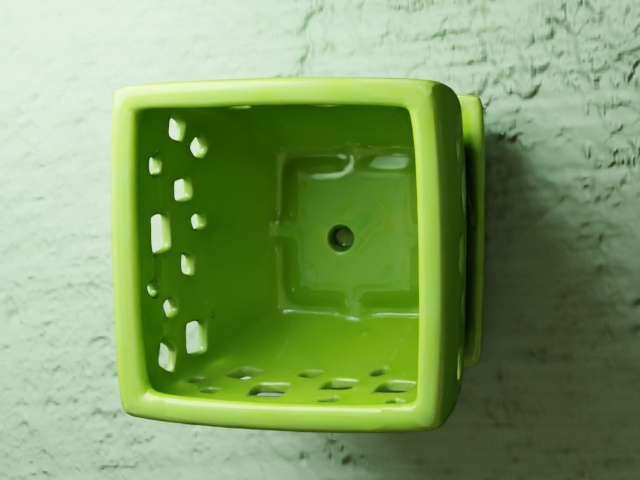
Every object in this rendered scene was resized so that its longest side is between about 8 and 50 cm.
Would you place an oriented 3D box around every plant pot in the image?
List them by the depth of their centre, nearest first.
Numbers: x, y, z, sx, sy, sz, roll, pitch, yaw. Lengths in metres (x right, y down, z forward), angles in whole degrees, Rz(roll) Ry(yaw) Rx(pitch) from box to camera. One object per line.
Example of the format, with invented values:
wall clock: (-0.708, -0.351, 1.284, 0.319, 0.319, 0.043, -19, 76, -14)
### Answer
plant pot: (0.000, 0.000, 1.303, 0.228, 0.207, 0.227, 1, 96, 18)
